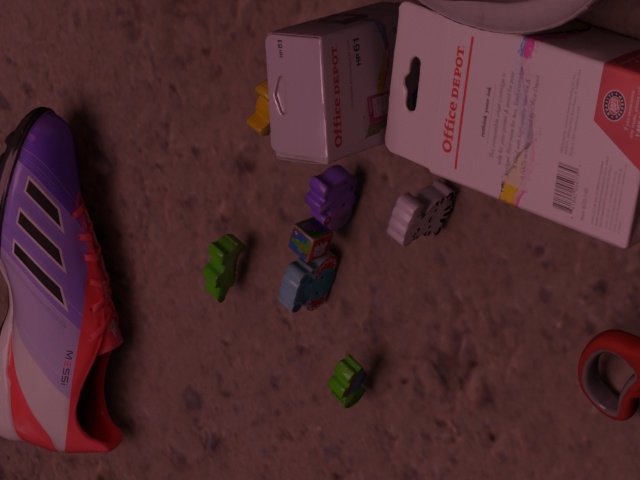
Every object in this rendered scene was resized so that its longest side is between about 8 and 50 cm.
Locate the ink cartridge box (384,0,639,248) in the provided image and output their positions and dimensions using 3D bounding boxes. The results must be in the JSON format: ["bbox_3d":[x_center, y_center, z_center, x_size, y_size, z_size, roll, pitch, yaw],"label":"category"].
[{"bbox_3d":[0.140,-0.085,1.126,0.198,0.067,0.115,24,120,33],"label":"ink cartridge box"}]

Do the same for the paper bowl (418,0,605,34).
[{"bbox_3d":[0.084,-0.255,1.011,0.284,0.148,0.284,35,142,34],"label":"paper bowl"}]

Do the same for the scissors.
[{"bbox_3d":[0.215,0.064,1.047,0.109,0.021,0.297,42,161,18],"label":"scissors"}]

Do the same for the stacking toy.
[{"bbox_3d":[0.000,0.000,1.306,0.167,0.052,0.221,41,131,27],"label":"stacking toy"}]

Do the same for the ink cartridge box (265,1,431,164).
[{"bbox_3d":[0.022,-0.109,1.187,0.052,0.122,0.089,11,113,41],"label":"ink cartridge box"}]

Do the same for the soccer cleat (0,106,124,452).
[{"bbox_3d":[-0.221,0.040,1.502,0.116,0.108,0.318,13,114,17],"label":"soccer cleat"}]
